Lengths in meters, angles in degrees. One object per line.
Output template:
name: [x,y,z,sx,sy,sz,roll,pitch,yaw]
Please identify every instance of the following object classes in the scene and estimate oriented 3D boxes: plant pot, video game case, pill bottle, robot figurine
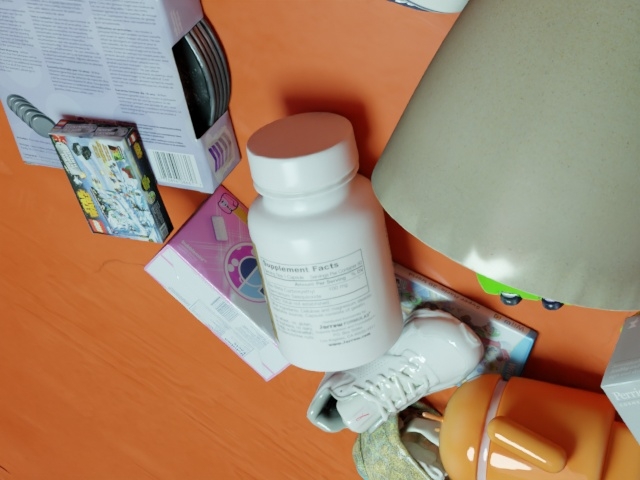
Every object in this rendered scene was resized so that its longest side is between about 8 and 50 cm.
plant pot: [0.198,-0.130,1.086,0.256,0.256,0.274,24,115,15]
video game case: [0.132,0.099,1.501,0.166,0.015,0.119,26,137,13]
pill bottle: [0.000,0.000,1.413,0.131,0.131,0.229,7,124,31]
robot figurine: [0.212,0.200,1.438,0.219,0.158,0.128,10,119,17]

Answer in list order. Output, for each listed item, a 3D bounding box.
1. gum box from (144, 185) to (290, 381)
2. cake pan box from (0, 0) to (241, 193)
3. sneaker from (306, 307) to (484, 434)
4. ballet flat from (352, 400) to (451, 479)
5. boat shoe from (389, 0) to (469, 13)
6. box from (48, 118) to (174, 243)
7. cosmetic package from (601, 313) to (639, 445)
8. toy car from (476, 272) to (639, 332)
gum box: [-0.077,0.048,1.533,0.188,0.107,0.062,43,139,-6]
cake pan box: [-0.219,-0.176,1.464,0.266,0.070,0.246,9,134,29]
sneaker: [0.073,0.149,1.488,0.090,0.115,0.232,46,139,-10]
ballet flat: [0.197,0.282,1.555,0.348,0.123,0.123,32,139,8]
boat shoe: [-0.016,-0.266,1.210,0.340,0.127,0.158,39,146,11]
box: [-0.213,-0.060,1.496,0.094,0.027,0.137,8,136,28]
cosmetic package: [0.359,0.167,1.259,0.127,0.107,0.238,-21,117,40]
toy car: [0.250,0.029,1.325,0.225,0.053,0.239,8,130,31]
